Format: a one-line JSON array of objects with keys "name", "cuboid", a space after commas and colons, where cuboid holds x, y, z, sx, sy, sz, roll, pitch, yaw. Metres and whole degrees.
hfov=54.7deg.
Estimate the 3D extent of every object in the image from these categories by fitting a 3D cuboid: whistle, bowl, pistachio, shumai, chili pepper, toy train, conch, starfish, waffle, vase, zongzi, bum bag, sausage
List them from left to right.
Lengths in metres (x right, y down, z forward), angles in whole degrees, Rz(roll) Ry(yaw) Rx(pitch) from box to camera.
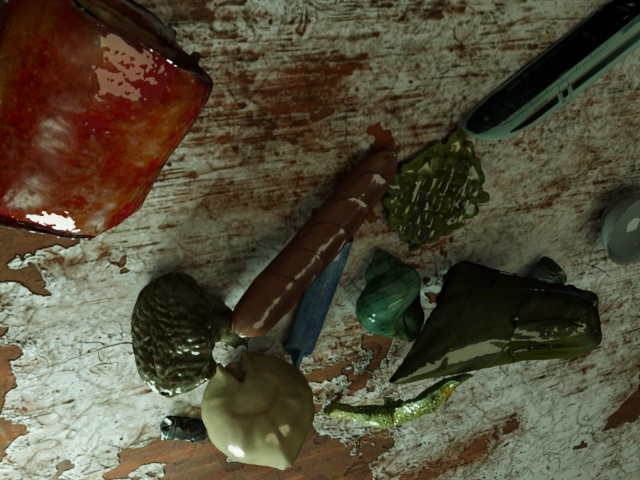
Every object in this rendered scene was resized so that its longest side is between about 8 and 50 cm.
[{"name": "chili pepper", "cuboid": [-0.304, -0.167, 0.806, 0.252, 0.229, 0.305, 15, 122, -35]}, {"name": "bum bag", "cuboid": [-0.269, 0.381, 1.252, 0.125, 0.034, 0.057, 20, 100, -34]}, {"name": "shumai", "cuboid": [-0.219, 0.162, 1.066, 0.167, 0.205, 0.176, -14, 164, 23]}, {"name": "pistachio", "cuboid": [-0.114, 0.303, 1.127, 0.194, 0.318, 0.213, -25, 89, -12]}, {"name": "whistle", "cuboid": [-0.010, 0.120, 1.201, 0.062, 0.062, 0.304, 5, 117, -29]}, {"name": "sausage", "cuboid": [-0.001, -0.001, 1.070, 0.433, 0.088, 0.088, -49, 129, -11]}, {"name": "conch", "cuboid": [0.144, 0.116, 1.238, 0.176, 0.122, 0.188, -26, 132, -35]}, {"name": "starfish", "cuboid": [0.160, 0.344, 1.292, 0.348, 0.078, 0.358, -19, 163, 6]}, {"name": "waffle", "cuboid": [0.225, -0.084, 1.193, 0.224, 0.054, 0.204, -32, 128, -6]}, {"name": "zongzi", "cuboid": [0.337, 0.193, 1.174, 0.360, 0.323, 0.159, -39, 127, -44]}, {"name": "vase", "cuboid": [0.448, 0.138, 1.416, 0.237, 0.115, 0.115, -38, 128, -5]}, {"name": "toy train", "cuboid": [0.440, -0.301, 1.148, 0.407, 0.086, 0.088, -37, 134, 0]}, {"name": "bowl", "cuboid": [0.715, -0.042, 1.440, 0.189, 0.086, 0.188, -11, 123, -18]}]
